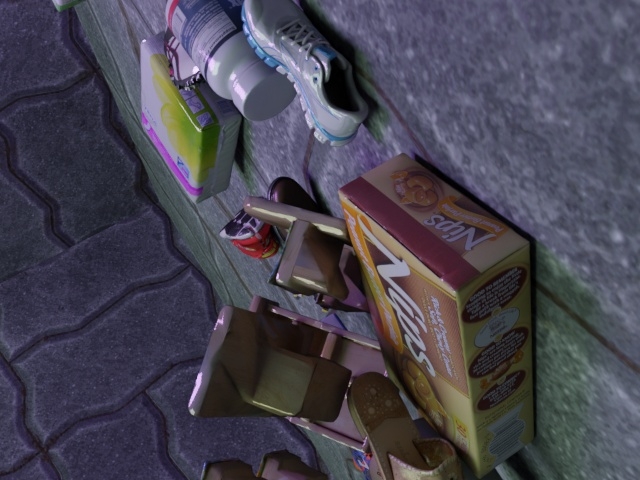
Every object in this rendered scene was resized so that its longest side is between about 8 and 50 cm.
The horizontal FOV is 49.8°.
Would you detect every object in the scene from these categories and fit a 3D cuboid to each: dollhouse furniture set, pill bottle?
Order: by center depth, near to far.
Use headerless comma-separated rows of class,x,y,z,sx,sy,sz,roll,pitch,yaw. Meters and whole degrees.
pill bottle,-0.105,-0.239,0.854,0.180,0.108,0.108,55,165,21
dollhouse furniture set,-0.070,0.161,0.902,0.256,0.362,0.394,15,173,25

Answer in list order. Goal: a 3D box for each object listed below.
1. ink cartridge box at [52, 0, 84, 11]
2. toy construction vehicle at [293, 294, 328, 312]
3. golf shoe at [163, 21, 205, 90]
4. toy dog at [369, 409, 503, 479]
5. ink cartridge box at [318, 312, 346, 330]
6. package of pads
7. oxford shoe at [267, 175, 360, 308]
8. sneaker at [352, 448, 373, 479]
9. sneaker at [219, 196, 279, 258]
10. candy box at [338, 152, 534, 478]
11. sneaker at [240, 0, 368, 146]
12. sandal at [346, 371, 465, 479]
ink cartridge box,-0.322,-0.446,1.011,0.115,0.198,0.273,65,166,-17
toy construction vehicle,-0.007,0.103,1.254,0.085,0.035,0.098,24,159,-6
golf shoe,-0.198,-0.302,1.070,0.273,0.105,0.120,32,141,61
toy dog,0.183,0.352,0.869,0.334,0.220,0.161,65,146,23
ink cartridge box,0.030,0.213,1.376,0.088,0.052,0.122,54,163,26
package of pads,-0.258,-0.238,1.339,0.229,0.101,0.296,56,156,13
oxford shoe,0.000,0.000,1.043,0.227,0.083,0.096,59,154,-13
sneaker,0.120,0.497,1.573,0.221,0.083,0.087,9,119,68
sneaker,-0.131,-0.015,1.459,0.118,0.107,0.279,44,171,-9
candy box,0.128,0.086,0.719,0.183,0.087,0.316,44,158,44
sneaker,-0.009,-0.193,0.717,0.191,0.071,0.083,53,160,-4
sandal,0.111,0.244,0.753,0.240,0.088,0.079,56,154,19
